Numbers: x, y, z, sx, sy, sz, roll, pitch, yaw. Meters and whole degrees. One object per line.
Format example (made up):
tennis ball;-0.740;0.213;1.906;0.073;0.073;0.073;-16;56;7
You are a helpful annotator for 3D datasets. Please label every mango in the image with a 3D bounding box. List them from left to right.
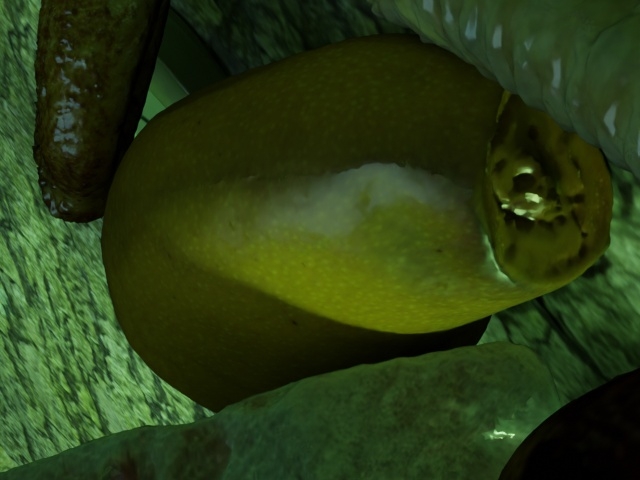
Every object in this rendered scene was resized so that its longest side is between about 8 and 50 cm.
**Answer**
mango;-0.003;-0.002;0.772;0.187;0.144;0.359;24;157;-8

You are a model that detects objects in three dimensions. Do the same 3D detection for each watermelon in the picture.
watermelon;0.025;0.153;0.733;0.387;0.258;0.228;27;-169;19

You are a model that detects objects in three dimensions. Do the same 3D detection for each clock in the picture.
clock;-0.088;-0.063;1.057;0.235;0.029;0.235;45;161;20

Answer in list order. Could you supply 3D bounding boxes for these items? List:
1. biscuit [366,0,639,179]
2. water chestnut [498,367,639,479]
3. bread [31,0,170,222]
biscuit;0.079;-0.070;0.573;0.219;0.055;0.061;44;121;49
water chestnut;0.113;0.198;0.443;0.335;0.347;0.335;176;90;-85
bread;-0.111;-0.103;0.845;0.064;0.193;0.193;11;159;-5
